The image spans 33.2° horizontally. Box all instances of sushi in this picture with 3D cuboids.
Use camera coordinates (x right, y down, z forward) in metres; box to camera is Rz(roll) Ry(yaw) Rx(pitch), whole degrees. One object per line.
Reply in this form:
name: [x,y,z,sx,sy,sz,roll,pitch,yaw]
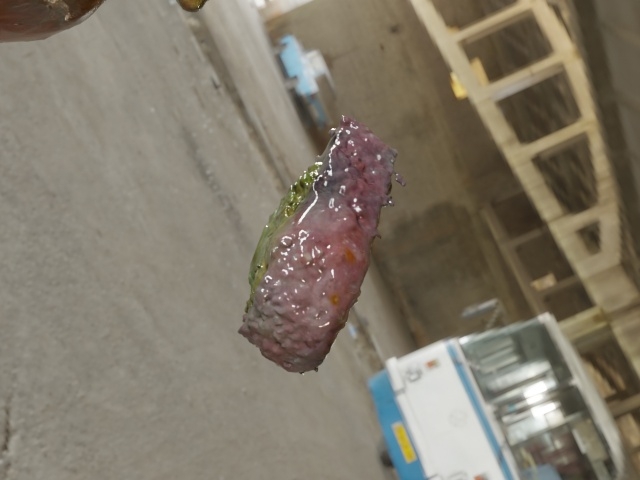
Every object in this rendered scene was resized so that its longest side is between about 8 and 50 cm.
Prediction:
sushi: [0.000,0.004,0.995,0.107,0.241,0.161,26,4,-6]

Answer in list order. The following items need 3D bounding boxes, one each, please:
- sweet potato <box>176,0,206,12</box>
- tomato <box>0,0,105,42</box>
sweet potato: [-0.109,-0.297,1.099,0.054,0.053,0.182,98,15,-61]
tomato: [-0.221,-0.218,0.742,0.214,0.180,0.155,-6,67,-40]
